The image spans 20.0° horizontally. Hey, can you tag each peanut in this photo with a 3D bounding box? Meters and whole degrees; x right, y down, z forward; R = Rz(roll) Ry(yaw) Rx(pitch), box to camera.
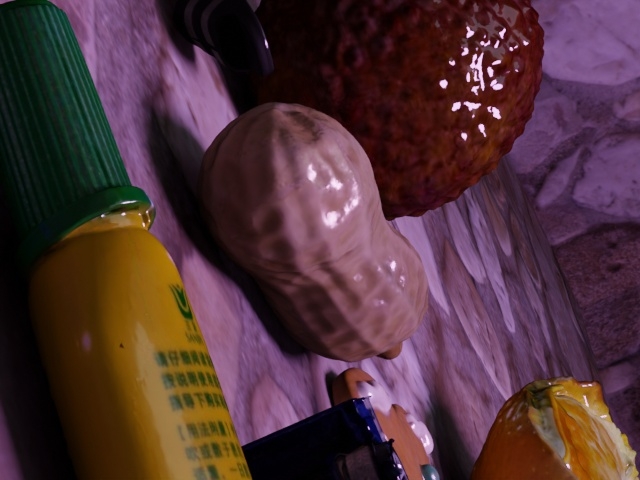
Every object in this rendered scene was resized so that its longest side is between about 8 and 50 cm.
[{"bbox_3d":[0.000,0.000,1.298,0.298,0.120,0.136,57,20,-53],"label":"peanut"}]

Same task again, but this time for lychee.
[{"bbox_3d":[0.063,-0.141,1.552,0.260,0.260,0.261,-22,90,-79],"label":"lychee"}]

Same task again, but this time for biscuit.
[{"bbox_3d":[0.098,0.269,1.427,0.216,0.047,0.340,44,26,-62],"label":"biscuit"}]

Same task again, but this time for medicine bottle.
[{"bbox_3d":[-0.101,0.028,0.865,0.111,0.076,0.309,38,32,-73],"label":"medicine bottle"}]

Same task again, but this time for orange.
[{"bbox_3d":[0.253,0.295,1.731,0.262,0.196,0.335,58,-4,49],"label":"orange"}]

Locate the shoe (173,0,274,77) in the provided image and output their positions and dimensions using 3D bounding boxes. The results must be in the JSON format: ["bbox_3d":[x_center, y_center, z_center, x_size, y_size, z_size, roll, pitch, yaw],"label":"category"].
[{"bbox_3d":[-0.092,-0.177,1.400,0.179,0.049,0.071,54,-13,39],"label":"shoe"}]

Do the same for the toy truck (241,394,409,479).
[{"bbox_3d":[0.029,0.226,0.987,0.155,0.124,0.268,13,54,-83],"label":"toy truck"}]
